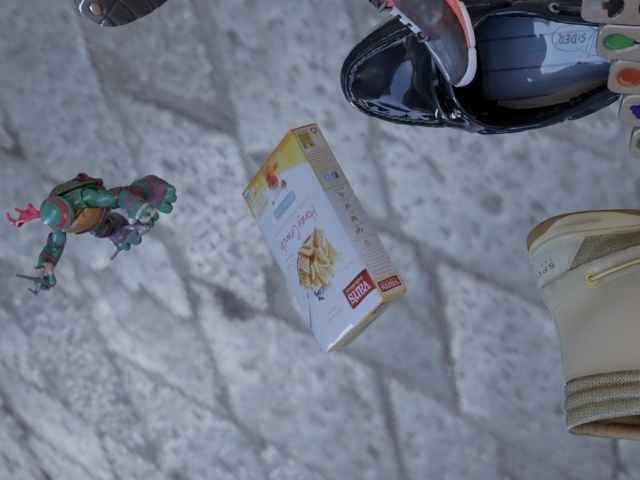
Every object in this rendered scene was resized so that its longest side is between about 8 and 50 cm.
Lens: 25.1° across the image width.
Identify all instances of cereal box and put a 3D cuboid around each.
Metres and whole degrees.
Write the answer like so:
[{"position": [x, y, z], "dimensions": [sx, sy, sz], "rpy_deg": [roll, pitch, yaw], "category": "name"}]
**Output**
[{"position": [0.000, 0.000, 1.766], "dimensions": [0.240, 0.047, 0.173], "rpy_deg": [62, 146, 15], "category": "cereal box"}]

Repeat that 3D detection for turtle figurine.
[{"position": [-0.272, -0.024, 1.724], "dimensions": [0.175, 0.234, 0.118], "rpy_deg": [-25, 88, 23], "category": "turtle figurine"}]

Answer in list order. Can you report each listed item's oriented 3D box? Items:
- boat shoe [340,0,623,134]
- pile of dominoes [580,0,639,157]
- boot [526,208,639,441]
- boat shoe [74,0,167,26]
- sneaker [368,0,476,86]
[{"position": [0.154, -0.152, 1.277], "dimensions": [0.340, 0.113, 0.127], "rpy_deg": [1, 112, 28], "category": "boat shoe"}, {"position": [0.281, -0.078, 0.886], "dimensions": [0.196, 0.040, 0.251], "rpy_deg": [-9, 138, 21], "category": "pile of dominoes"}, {"position": [0.322, 0.070, 1.242], "dimensions": [0.095, 0.262, 0.203], "rpy_deg": [100, 165, -61], "category": "boot"}, {"position": [-0.139, -0.356, 1.556], "dimensions": [0.116, 0.324, 0.123], "rpy_deg": [53, 162, 26], "category": "boat shoe"}, {"position": [0.068, -0.186, 1.119], "dimensions": [0.158, 0.065, 0.061], "rpy_deg": [65, 167, -13], "category": "sneaker"}]
